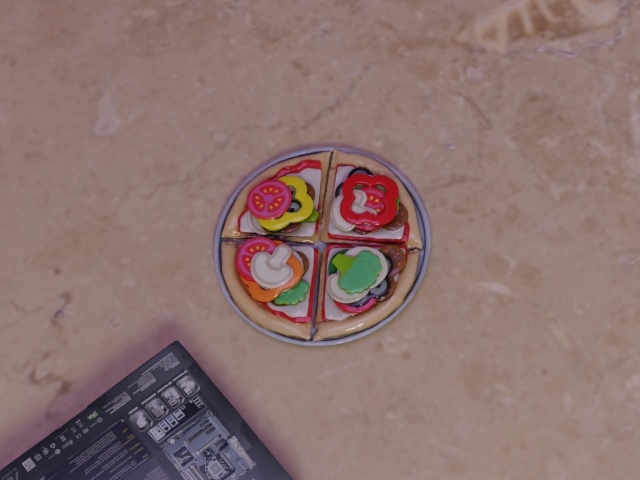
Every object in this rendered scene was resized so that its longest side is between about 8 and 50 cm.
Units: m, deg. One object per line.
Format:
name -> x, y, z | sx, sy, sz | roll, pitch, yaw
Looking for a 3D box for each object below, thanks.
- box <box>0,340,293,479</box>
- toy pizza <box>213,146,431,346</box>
box -> -0.157, 0.226, 1.625 | 0.232, 0.059, 0.183 | -38, 66, -11
toy pizza -> 0.000, 0.000, 1.726 | 0.201, 0.032, 0.201 | -3, 65, 6
